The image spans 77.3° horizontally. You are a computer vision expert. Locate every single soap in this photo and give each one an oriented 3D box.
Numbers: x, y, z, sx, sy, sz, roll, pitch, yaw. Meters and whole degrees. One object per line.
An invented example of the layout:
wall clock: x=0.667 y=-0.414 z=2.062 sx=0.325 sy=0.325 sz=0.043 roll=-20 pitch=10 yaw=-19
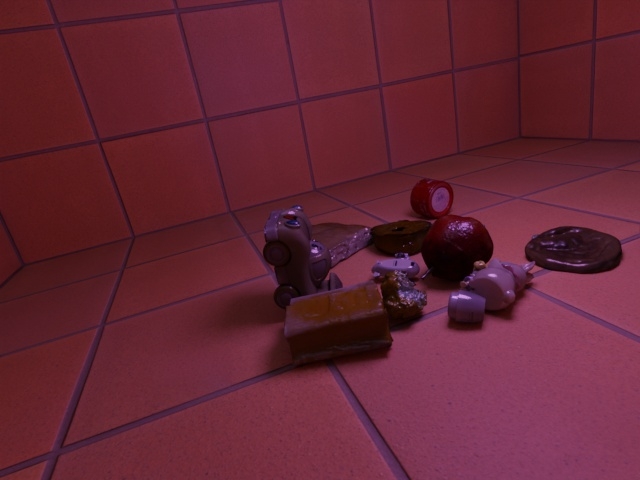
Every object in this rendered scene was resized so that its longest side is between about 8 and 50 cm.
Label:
soap: x=0.048 y=0.224 z=1.159 sx=0.282 sy=0.142 sz=0.259 roll=-15 pitch=17 yaw=3

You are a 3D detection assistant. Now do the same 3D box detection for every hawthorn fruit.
hawthorn fruit: x=0.432 y=0.042 z=1.355 sx=0.266 sy=0.230 sz=0.210 roll=-36 pitch=61 yaw=-7

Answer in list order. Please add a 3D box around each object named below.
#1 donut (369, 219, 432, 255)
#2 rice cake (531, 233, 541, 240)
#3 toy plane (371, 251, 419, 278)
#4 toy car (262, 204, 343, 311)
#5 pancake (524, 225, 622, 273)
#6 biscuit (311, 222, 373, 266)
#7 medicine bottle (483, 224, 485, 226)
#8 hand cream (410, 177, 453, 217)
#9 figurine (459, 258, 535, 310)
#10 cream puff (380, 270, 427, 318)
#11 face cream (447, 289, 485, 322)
donut: x=0.345 y=-0.014 z=1.714 sx=0.273 sy=0.107 sz=0.272 roll=-9 pitch=15 yaw=2
rice cake: x=0.887 y=-0.012 z=1.505 sx=0.180 sy=0.042 sz=0.030 roll=-9 pitch=46 yaw=6
toy plane: x=0.269 y=0.107 z=1.440 sx=0.174 sy=0.080 sz=0.173 roll=-13 pitch=36 yaw=9
toy car: x=-0.054 y=0.063 z=1.353 sx=0.227 sy=0.335 sz=0.242 roll=-8 pitch=19 yaw=4
pancake: x=0.869 y=0.025 z=1.368 sx=0.295 sy=0.049 sz=0.294 roll=-9 pitch=26 yaw=5
biscuit: x=0.000 y=-0.001 z=1.850 sx=0.430 sy=0.103 sz=0.447 roll=-26 pitch=25 yaw=-35
medicine bottle: x=0.603 y=-0.043 z=1.718 sx=0.191 sy=0.051 sz=0.051 roll=0 pitch=22 yaw=26
hand cream: x=0.559 y=-0.211 z=2.006 sx=0.193 sy=0.192 sz=0.125 roll=-21 pitch=24 yaw=-27
figurine: x=0.544 y=0.117 z=1.213 sx=0.236 sy=0.127 sz=0.155 roll=-22 pitch=12 yaw=-42
cream puff: x=0.235 y=0.170 z=1.200 sx=0.121 sy=0.156 sz=0.156 roll=-42 pitch=-5 yaw=42
face cream: x=0.409 y=0.187 z=1.123 sx=0.095 sy=0.091 sz=0.091 roll=6 pitch=25 yaw=23
